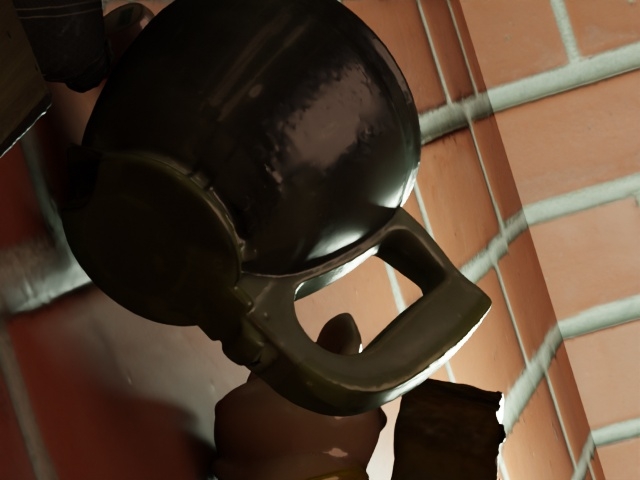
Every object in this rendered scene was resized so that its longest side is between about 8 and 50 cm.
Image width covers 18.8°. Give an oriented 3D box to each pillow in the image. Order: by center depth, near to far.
[{"bbox_3d":[-0.226,-0.232,1.316,0.161,0.092,0.335,-94,162,-50],"label":"pillow"}]

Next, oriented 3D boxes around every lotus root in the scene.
[{"bbox_3d":[0.103,0.311,1.717,0.375,0.111,0.390,87,9,-46],"label":"lotus root"}]

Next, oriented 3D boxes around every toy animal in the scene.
[{"bbox_3d":[-0.018,0.197,1.530,0.165,0.149,0.248,94,2,-64],"label":"toy animal"}]

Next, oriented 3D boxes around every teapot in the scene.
[{"bbox_3d":[-0.057,-0.014,1.449,0.239,0.239,0.322,-49,118,-45],"label":"teapot"}]

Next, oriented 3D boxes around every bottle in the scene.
[{"bbox_3d":[-0.136,-0.129,1.606,0.053,0.053,0.140,-88,156,-51],"label":"bottle"}]

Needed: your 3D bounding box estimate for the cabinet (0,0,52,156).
[{"bbox_3d":[-0.261,-0.117,0.902,0.148,0.174,0.215,-67,139,-68],"label":"cabinet"}]
